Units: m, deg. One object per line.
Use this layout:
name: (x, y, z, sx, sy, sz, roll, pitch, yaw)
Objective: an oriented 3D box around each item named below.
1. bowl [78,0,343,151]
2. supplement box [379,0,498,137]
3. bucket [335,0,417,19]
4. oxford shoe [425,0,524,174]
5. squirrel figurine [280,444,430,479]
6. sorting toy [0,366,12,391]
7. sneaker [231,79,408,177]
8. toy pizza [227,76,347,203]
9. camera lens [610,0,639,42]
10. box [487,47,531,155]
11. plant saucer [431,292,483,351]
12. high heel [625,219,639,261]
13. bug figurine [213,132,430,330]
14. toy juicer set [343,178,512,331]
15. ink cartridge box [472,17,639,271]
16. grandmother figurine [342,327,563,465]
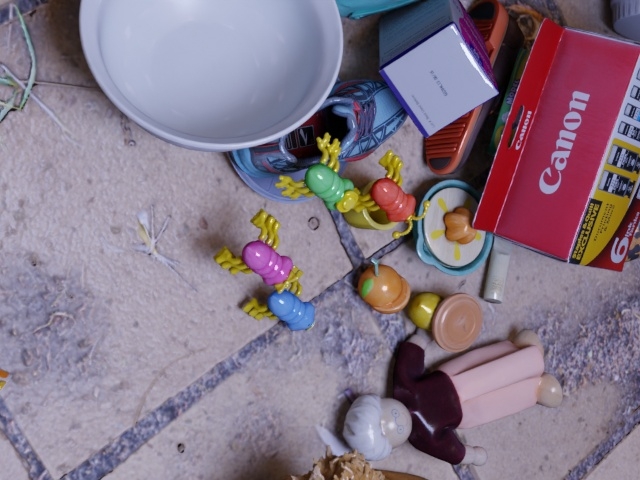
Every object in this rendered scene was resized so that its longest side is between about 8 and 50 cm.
bowl: (-0.132, -0.220, 1.319, 0.298, 0.134, 0.298, 4, 71, -11)
supplement box: (0.149, -0.243, 1.468, 0.114, 0.220, 0.111, -31, 113, 16)
bucket: (0.078, -0.433, 1.448, 0.281, 0.183, 0.281, -1, 93, -32)
oxford shoe: (0.230, -0.205, 1.601, 0.098, 0.097, 0.271, 31, 74, -35)
squirrel figurine: (0.092, 0.415, 1.352, 0.397, 0.370, 0.281, 27, 76, -29)
sorting toy: (-0.395, 0.162, 1.245, 0.075, 0.045, 0.083, 34, 72, -8)
sneaker: (0.025, -0.136, 1.413, 0.262, 0.125, 0.104, -24, 105, -30)
toy pizza: (-0.043, -0.148, 1.464, 0.201, 0.032, 0.201, -1, 92, -33)
camera lens: (0.565, -0.456, 1.734, 0.219, 0.219, 0.274, 11, 85, -32)
box: (0.291, -0.180, 1.623, 0.105, 0.043, 0.179, -2, 108, -65)
plant saucer: (0.190, 0.113, 1.545, 0.083, 0.013, 0.083, -8, 106, -29)
high heel: (0.472, -0.101, 1.749, 0.186, 0.093, 0.261, -50, 123, -29)
bug figurine: (0.000, 0.000, 1.380, 0.279, 0.072, 0.216, -48, 142, 7)
toy juicer set: (0.188, 0.020, 1.569, 0.329, 0.089, 0.209, -2, 85, -34)
ink cartridge box: (0.367, -0.125, 1.573, 0.272, 0.130, 0.309, 7, 102, -54)
grandmother figurine: (0.173, 0.216, 1.562, 0.342, 0.104, 0.208, -17, 70, -33)
